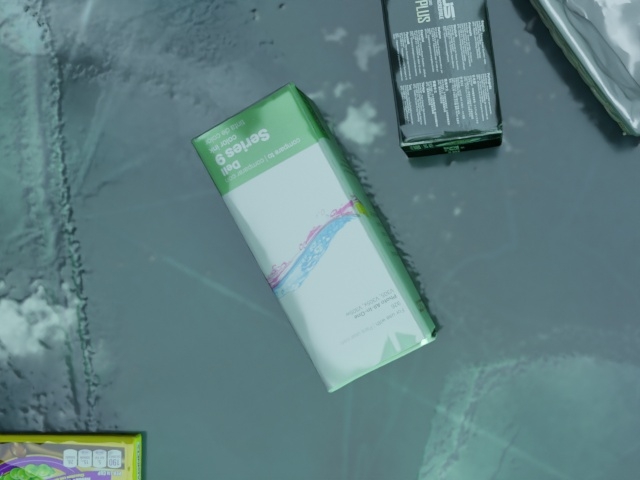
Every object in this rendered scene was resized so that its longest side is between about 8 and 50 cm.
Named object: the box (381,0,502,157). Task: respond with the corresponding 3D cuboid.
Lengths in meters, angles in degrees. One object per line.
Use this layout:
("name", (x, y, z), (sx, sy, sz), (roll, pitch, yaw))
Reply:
("box", (0.088, -0.158, 1.338), (0.077, 0.147, 0.180), (-8, 88, 5))

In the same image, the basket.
("basket", (0.234, -0.171, 1.347), (0.113, 0.103, 0.167), (-35, 87, 4))

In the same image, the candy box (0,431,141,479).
("candy box", (-0.245, 0.206, 1.422), (0.205, 0.027, 0.105), (0, 92, 5))

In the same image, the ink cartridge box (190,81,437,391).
("ink cartridge box", (0.000, 0.000, 1.339), (0.093, 0.154, 0.212), (-31, 87, 4))
